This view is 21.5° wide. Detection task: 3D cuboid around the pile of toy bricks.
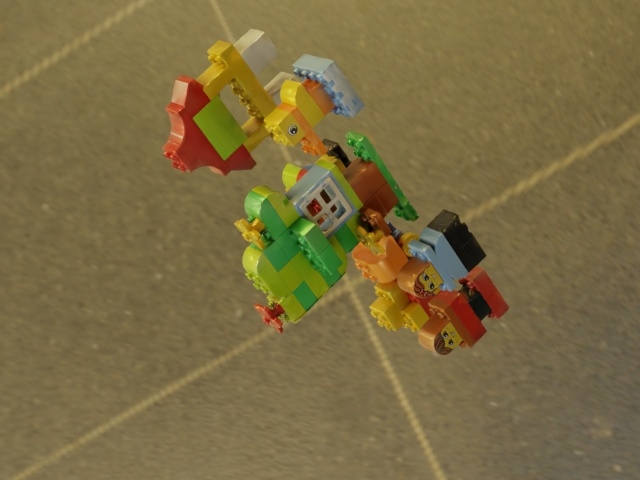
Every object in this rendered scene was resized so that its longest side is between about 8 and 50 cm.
[{"bbox_3d":[0.000,0.000,0.901,0.105,0.212,0.118,-45,31,-14],"label":"pile of toy bricks"}]
